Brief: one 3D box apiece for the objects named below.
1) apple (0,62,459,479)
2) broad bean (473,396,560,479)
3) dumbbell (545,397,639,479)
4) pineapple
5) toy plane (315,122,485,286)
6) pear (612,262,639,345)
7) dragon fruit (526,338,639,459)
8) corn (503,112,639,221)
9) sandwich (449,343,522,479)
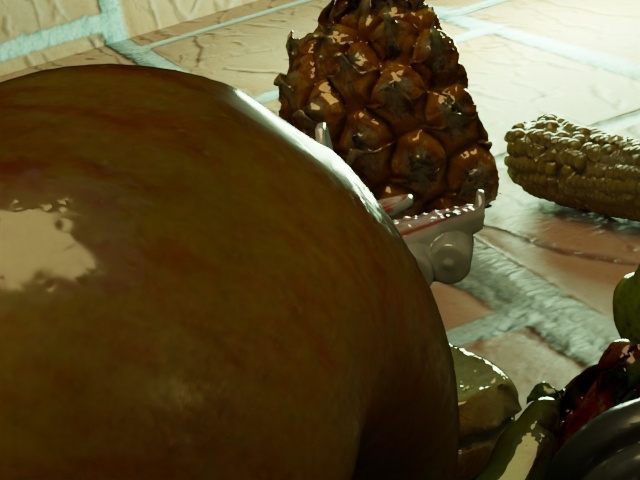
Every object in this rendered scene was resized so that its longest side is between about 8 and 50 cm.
[{"bbox_3d":[-0.104,0.107,0.893,0.334,0.400,0.400,-7,19,22],"label":"apple"},{"bbox_3d":[0.048,0.222,0.822,0.077,0.061,0.339,-35,32,62],"label":"broad bean"},{"bbox_3d":[0.182,0.205,0.782,0.179,0.179,0.406,-11,19,8],"label":"dumbbell"},{"bbox_3d":[0.013,-0.168,1.818,0.209,0.286,0.344,-20,18,-17],"label":"pineapple"},{"bbox_3d":[0.001,0.004,1.305,0.252,0.118,0.252,-11,21,4],"label":"toy plane"},{"bbox_3d":[0.311,0.029,1.199,0.220,0.187,0.187,-6,20,20],"label":"pear"},{"bbox_3d":[0.188,0.120,1.093,0.175,0.138,0.142,-10,38,48],"label":"dragon fruit"},{"bbox_3d":[0.265,-0.066,1.659,0.086,0.086,0.288,-22,20,-23],"label":"corn"},{"bbox_3d":[-0.015,0.145,1.227,0.273,0.095,0.249,-19,20,-20],"label":"sandwich"}]
